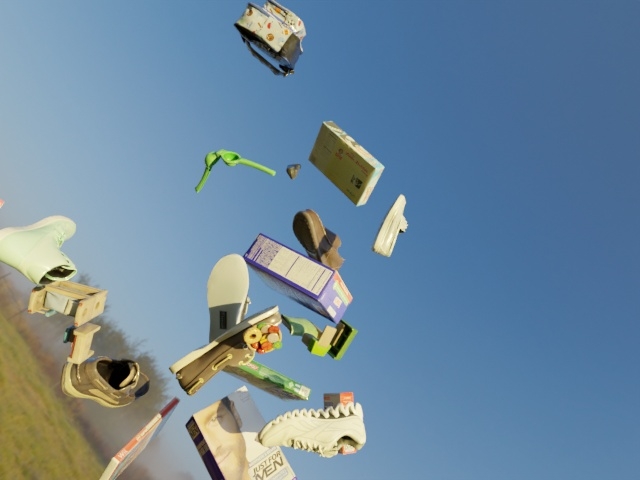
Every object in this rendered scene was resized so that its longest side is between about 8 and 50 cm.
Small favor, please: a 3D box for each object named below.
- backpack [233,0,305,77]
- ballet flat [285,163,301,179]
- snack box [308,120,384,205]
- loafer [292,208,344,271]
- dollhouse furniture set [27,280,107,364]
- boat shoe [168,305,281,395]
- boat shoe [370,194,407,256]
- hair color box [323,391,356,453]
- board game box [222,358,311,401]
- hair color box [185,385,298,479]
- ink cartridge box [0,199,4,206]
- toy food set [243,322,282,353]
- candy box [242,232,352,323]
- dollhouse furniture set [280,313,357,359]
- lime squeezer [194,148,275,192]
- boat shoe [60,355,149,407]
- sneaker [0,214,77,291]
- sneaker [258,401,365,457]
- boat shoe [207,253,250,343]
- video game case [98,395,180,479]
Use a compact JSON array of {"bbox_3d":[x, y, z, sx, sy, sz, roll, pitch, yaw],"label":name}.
[{"bbox_3d":[-0.194,-0.810,1.736,0.263,0.213,0.276,29,4,-2],"label":"backpack"},{"bbox_3d":[-0.115,-0.294,1.870,0.057,0.173,0.049,-5,-73,9],"label":"ballet flat"},{"bbox_3d":[0.095,-0.312,1.786,0.322,0.060,0.187,47,-48,25],"label":"snack box"},{"bbox_3d":[0.000,0.000,1.709,0.133,0.130,0.366,34,-23,36],"label":"loafer"},{"bbox_3d":[-0.654,0.212,1.135,0.129,0.129,0.184,16,-84,-1],"label":"dollhouse furniture set"},{"bbox_3d":[-0.225,0.276,1.115,0.097,0.324,0.116,58,6,4],"label":"boat shoe"},{"bbox_3d":[0.248,-0.046,1.501,0.081,0.228,0.079,28,-17,-2],"label":"boat shoe"},{"bbox_3d":[0.056,0.549,1.344,0.093,0.053,0.168,-26,-119,51],"label":"hair color box"},{"bbox_3d":[-0.215,0.510,1.641,0.317,0.046,0.213,31,-30,-15],"label":"board game box"},{"bbox_3d":[-0.226,0.625,1.287,0.339,0.185,0.110,54,-44,18],"label":"hair color box"},{"bbox_3d":[-0.987,-0.127,1.179,0.158,0.092,0.217,3,-28,47],"label":"ink cartridge box"},{"bbox_3d":[-0.126,0.219,0.997,0.020,0.082,0.083,-114,-179,-64],"label":"toy food set"},{"bbox_3d":[-0.072,0.133,1.507,0.316,0.122,0.268,26,-17,25],"label":"candy box"},{"bbox_3d":[-0.025,0.359,1.914,0.197,0.152,0.301,27,3,-40],"label":"dollhouse furniture set"},{"bbox_3d":[-0.280,-0.215,1.311,0.310,0.058,0.110,-7,-79,29],"label":"lime squeezer"},{"bbox_3d":[-0.635,0.442,1.388,0.355,0.130,0.133,54,22,-64],"label":"boat shoe"},{"bbox_3d":[-0.608,0.030,1.012,0.151,0.256,0.094,41,-79,-6],"label":"sneaker"},{"bbox_3d":[-0.018,0.512,1.175,0.110,0.291,0.118,96,-16,-46],"label":"sneaker"},{"bbox_3d":[-0.250,0.175,1.254,0.113,0.105,0.307,4,-73,3],"label":"boat shoe"},{"bbox_3d":[-0.563,0.629,1.369,0.025,0.285,0.204,38,-65,5],"label":"video game case"}]
